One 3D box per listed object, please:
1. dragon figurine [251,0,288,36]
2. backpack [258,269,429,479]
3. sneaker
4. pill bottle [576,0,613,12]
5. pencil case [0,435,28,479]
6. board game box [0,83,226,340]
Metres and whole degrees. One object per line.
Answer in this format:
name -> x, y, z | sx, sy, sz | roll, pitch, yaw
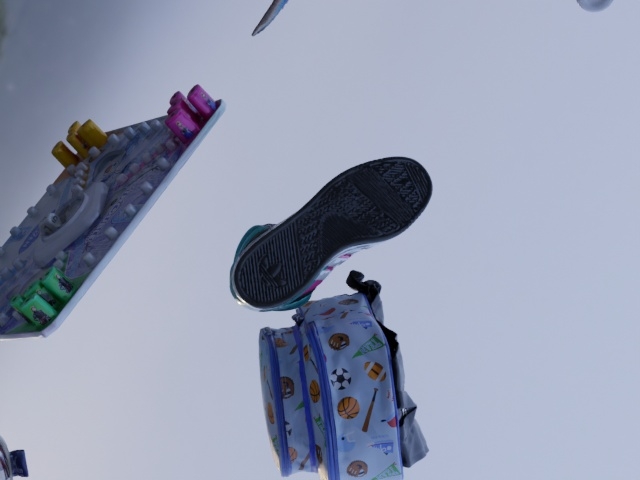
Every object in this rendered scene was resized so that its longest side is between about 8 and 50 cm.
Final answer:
dragon figurine -> 0.014, -0.313, 1.780 | 0.085, 0.144, 0.289 | -8, -123, 31
backpack -> 0.027, 0.205, 2.202 | 0.263, 0.213, 0.277 | -150, -134, -75
sneaker -> 0.000, 0.000, 2.160 | 0.295, 0.124, 0.178 | -32, -178, -16
pill bottle -> 0.298, -0.286, 1.843 | 0.043, 0.043, 0.083 | -60, -167, 30
pencil case -> -0.588, 0.303, 2.144 | 0.160, 0.410, 0.184 | 40, 53, -66
board game box -> -0.336, -0.031, 2.196 | 0.390, 0.050, 0.390 | -8, -139, 56
